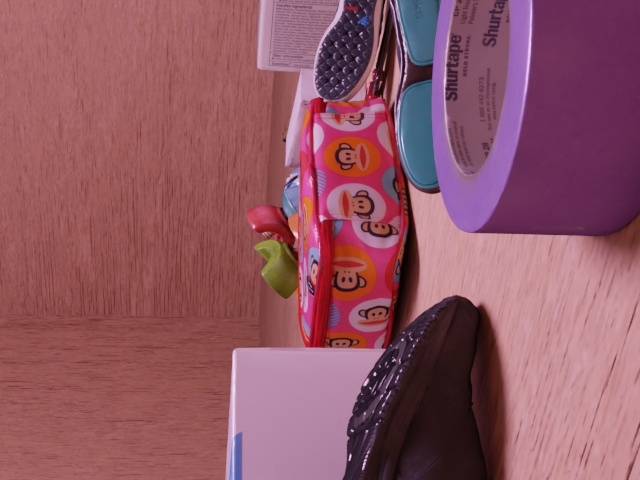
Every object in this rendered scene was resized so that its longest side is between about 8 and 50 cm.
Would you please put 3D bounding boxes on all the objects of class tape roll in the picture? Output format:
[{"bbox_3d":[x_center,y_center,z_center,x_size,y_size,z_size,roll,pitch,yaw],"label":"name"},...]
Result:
[{"bbox_3d":[0.123,-0.097,0.512,0.189,0.080,0.189,-179,90,-83],"label":"tape roll"}]

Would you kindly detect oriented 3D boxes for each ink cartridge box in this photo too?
[{"bbox_3d":[0.002,0.262,0.922,0.270,0.197,0.198,100,170,-51],"label":"ink cartridge box"}]

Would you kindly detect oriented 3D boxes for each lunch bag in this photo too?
[{"bbox_3d":[0.032,-0.004,1.121,0.258,0.120,0.293,94,175,-51],"label":"lunch bag"}]

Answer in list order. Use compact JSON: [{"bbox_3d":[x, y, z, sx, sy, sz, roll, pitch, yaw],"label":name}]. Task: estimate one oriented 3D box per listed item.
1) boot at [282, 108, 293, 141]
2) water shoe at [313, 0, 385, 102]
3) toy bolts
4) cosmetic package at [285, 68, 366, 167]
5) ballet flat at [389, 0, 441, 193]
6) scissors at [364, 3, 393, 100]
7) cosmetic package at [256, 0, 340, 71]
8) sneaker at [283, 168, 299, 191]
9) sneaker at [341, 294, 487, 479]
[{"bbox_3d":[-0.005,-0.317,1.602,0.236,0.089,0.269,161,111,-70],"label":"boot"},{"bbox_3d":[0.050,-0.266,1.147,0.080,0.073,0.203,-15,-56,-75],"label":"water shoe"},{"bbox_3d":[0.000,0.000,1.482,0.218,0.158,0.228,46,-167,-37],"label":"toy bolts"},{"bbox_3d":[0.003,-0.184,1.424,0.239,0.099,0.060,113,157,-70],"label":"cosmetic package"},{"bbox_3d":[0.100,-0.141,0.797,0.074,0.074,0.203,160,105,-82],"label":"ballet flat"},{"bbox_3d":[0.073,-0.194,1.188,0.297,0.021,0.109,107,170,-58],"label":"scissors"},{"bbox_3d":[-0.006,-0.398,1.300,0.113,0.160,0.309,-96,11,-48],"label":"cosmetic package"},{"bbox_3d":[-0.034,-0.100,1.730,0.237,0.086,0.085,171,84,-83],"label":"sneaker"},{"bbox_3d":[0.079,0.181,0.707,0.109,0.130,0.286,131,163,-69],"label":"sneaker"}]
